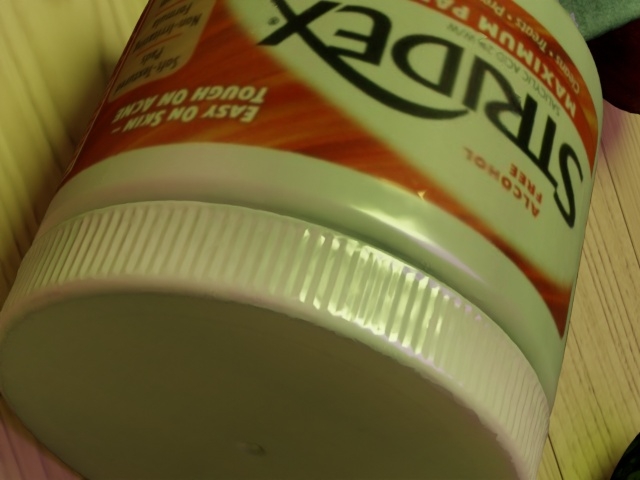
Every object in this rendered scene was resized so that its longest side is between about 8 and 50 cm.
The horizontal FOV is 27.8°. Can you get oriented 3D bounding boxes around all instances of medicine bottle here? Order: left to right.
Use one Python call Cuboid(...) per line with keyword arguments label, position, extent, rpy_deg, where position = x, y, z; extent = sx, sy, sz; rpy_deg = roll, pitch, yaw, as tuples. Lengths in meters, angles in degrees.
Cuboid(label="medicine bottle", position=(0.000, 0.000, 0.636), extent=(0.252, 0.252, 0.241), rpy_deg=(44, 48, -34))

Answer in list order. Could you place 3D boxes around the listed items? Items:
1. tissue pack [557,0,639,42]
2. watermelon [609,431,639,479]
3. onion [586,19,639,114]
Cuboid(label="tissue pack", position=(0.142, -0.221, 0.907), extent=(0.081, 0.257, 0.185), rpy_deg=(-132, -162, -79))
Cuboid(label="watermelon", position=(0.336, 0.244, 0.984), extent=(0.269, 0.269, 0.269), rpy_deg=(20, 63, -47))
Cuboid(label="onion", position=(0.237, -0.230, 1.095), extent=(0.272, 0.195, 0.272), rpy_deg=(-10, 90, -88))
